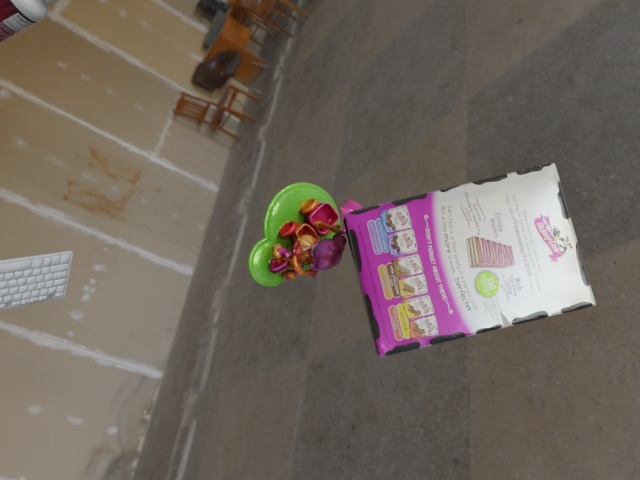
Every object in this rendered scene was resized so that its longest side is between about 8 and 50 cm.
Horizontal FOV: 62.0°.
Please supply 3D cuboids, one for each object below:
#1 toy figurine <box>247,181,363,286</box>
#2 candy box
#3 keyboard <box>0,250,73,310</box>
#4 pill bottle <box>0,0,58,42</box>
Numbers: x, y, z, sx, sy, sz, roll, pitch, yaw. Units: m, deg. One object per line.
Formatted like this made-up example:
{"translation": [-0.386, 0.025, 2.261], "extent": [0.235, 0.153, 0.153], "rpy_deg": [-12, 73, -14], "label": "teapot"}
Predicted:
{"translation": [0.000, 0.000, 0.714], "extent": [0.173, 0.130, 0.159], "rpy_deg": [-47, 26, -20], "label": "toy figurine"}
{"translation": [0.156, 0.022, 0.589], "extent": [0.071, 0.233, 0.159], "rpy_deg": [66, -169, -85], "label": "candy box"}
{"translation": [-0.402, 0.058, 0.593], "extent": [0.014, 0.256, 0.072], "rpy_deg": [37, 115, 25], "label": "keyboard"}
{"translation": [-0.427, -0.320, 0.710], "extent": [0.152, 0.086, 0.086], "rpy_deg": [-26, 33, 6], "label": "pill bottle"}
